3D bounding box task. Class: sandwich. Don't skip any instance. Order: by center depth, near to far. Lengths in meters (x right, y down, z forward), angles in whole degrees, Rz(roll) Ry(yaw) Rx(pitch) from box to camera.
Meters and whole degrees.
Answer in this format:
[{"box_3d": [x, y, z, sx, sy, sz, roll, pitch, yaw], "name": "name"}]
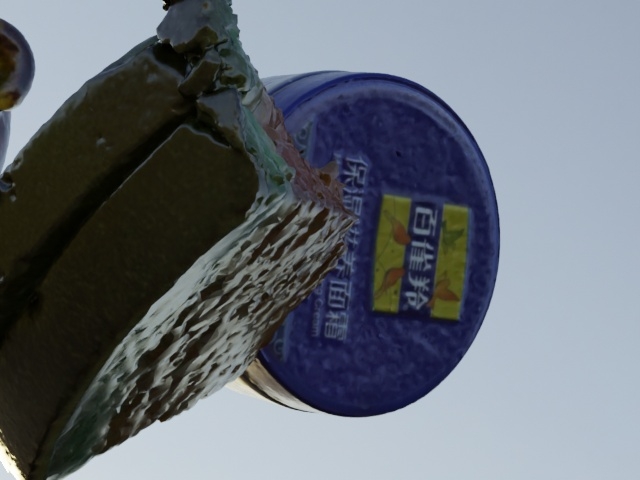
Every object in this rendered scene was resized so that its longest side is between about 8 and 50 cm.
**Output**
[{"box_3d": [-0.085, 0.015, 0.987, 0.292, 0.109, 0.212, -42, -24, 15], "name": "sandwich"}]

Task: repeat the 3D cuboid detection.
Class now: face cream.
[{"box_3d": [0.000, 0.000, 1.177, 0.206, 0.206, 0.111, 38, -18, -33], "name": "face cream"}]

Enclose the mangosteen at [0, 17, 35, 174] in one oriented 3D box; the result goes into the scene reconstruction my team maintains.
[{"box_3d": [-0.312, -0.113, 1.425, 0.215, 0.215, 0.257, 30, -50, -23], "name": "mangosteen"}]
